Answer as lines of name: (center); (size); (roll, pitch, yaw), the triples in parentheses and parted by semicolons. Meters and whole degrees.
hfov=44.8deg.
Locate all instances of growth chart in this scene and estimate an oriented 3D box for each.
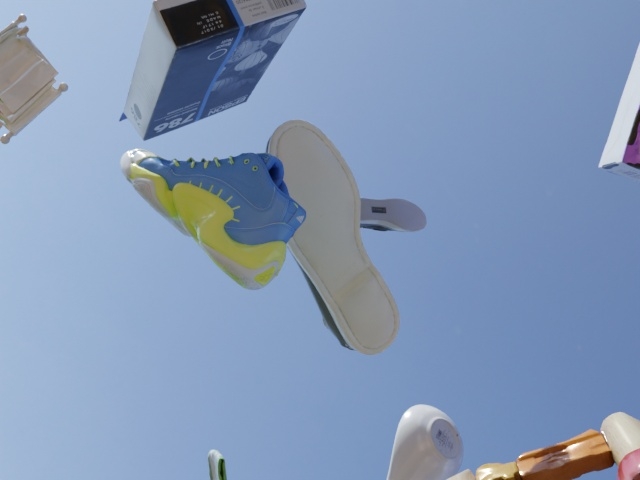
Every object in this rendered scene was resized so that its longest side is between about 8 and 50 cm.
growth chart: (-0.554, -0.289, 1.385); (0.237, 0.172, 0.021); (51, -4, 26)

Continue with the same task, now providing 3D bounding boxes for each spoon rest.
spoon rest: (0.158, 0.381, 1.276); (0.137, 0.276, 0.084); (47, -51, -4)

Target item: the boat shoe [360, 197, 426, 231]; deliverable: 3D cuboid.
boat shoe: (0.089, -0.037, 1.149); (0.040, 0.142, 0.049); (-30, -125, 59)

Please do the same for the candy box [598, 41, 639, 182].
candy box: (0.436, -0.128, 0.863); (0.196, 0.070, 0.165); (19, -92, -1)

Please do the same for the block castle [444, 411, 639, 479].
block castle: (0.334, 0.456, 0.883); (0.302, 0.213, 0.454); (-21, -80, 9)

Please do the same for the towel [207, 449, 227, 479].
towel: (-0.180, 0.430, 1.366); (0.152, 0.023, 0.113); (141, -59, -74)

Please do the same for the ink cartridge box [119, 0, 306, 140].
ink cartridge box: (-0.147, -0.210, 0.964); (0.065, 0.165, 0.332); (63, -23, 2)

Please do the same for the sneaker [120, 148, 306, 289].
sneaker: (-0.108, -0.054, 0.838); (0.240, 0.126, 0.091); (39, -6, 26)

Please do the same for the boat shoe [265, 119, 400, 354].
boat shoe: (0.000, 0.000, 0.994); (0.099, 0.116, 0.320); (12, -51, 62)
